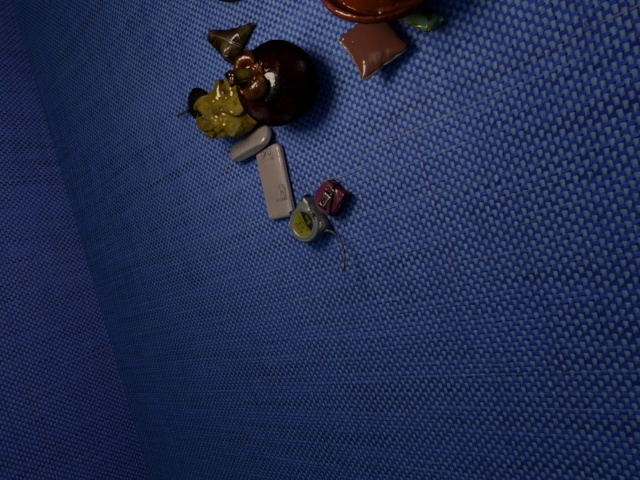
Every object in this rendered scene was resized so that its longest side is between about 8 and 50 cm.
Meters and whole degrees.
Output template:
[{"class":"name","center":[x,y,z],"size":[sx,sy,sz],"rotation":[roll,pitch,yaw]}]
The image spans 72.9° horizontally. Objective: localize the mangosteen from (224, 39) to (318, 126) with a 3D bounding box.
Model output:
[{"class":"mangosteen","center":[-0.159,-0.544,1.477],"size":[0.297,0.293,0.297],"rotation":[-26,43,27]}]

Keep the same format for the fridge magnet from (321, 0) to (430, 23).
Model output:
[{"class":"fridge magnet","center":[0.166,-0.744,1.184],"size":[0.363,0.155,0.364],"rotation":[-5,67,12]}]

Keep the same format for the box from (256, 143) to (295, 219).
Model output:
[{"class":"box","center":[-0.179,-0.229,1.715],"size":[0.142,0.044,0.285],"rotation":[-8,95,41]}]

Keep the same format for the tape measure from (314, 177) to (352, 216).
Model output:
[{"class":"tape measure","center":[0.039,-0.153,1.544],"size":[0.118,0.074,0.125],"rotation":[38,118,26]}]

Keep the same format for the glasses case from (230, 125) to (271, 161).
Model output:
[{"class":"glasses case","center":[-0.282,-0.386,1.735],"size":[0.233,0.059,0.092],"rotation":[-16,58,40]}]

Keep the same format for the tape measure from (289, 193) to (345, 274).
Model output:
[{"class":"tape measure","center":[0.001,-0.001,1.598],"size":[0.164,0.084,0.330],"rotation":[-43,72,38]}]

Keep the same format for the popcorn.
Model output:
[{"class":"popcorn","center":[-0.357,-0.506,1.689],"size":[0.286,0.215,0.252],"rotation":[13,75,33]}]

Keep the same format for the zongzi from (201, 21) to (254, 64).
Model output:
[{"class":"zongzi","center":[-0.357,-0.821,1.707],"size":[0.184,0.084,0.187],"rotation":[-50,65,19]}]

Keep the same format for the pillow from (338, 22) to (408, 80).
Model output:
[{"class":"pillow","center":[0.165,-0.604,1.337],"size":[0.171,0.075,0.179],"rotation":[-31,71,17]}]

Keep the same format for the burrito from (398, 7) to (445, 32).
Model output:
[{"class":"burrito","center":[0.216,-0.662,1.259],"size":[0.288,0.104,0.054],"rotation":[31,147,18]}]

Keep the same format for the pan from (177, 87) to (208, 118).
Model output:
[{"class":"pan","center":[-0.554,-0.605,1.915],"size":[0.202,0.048,0.128],"rotation":[12,106,33]}]
